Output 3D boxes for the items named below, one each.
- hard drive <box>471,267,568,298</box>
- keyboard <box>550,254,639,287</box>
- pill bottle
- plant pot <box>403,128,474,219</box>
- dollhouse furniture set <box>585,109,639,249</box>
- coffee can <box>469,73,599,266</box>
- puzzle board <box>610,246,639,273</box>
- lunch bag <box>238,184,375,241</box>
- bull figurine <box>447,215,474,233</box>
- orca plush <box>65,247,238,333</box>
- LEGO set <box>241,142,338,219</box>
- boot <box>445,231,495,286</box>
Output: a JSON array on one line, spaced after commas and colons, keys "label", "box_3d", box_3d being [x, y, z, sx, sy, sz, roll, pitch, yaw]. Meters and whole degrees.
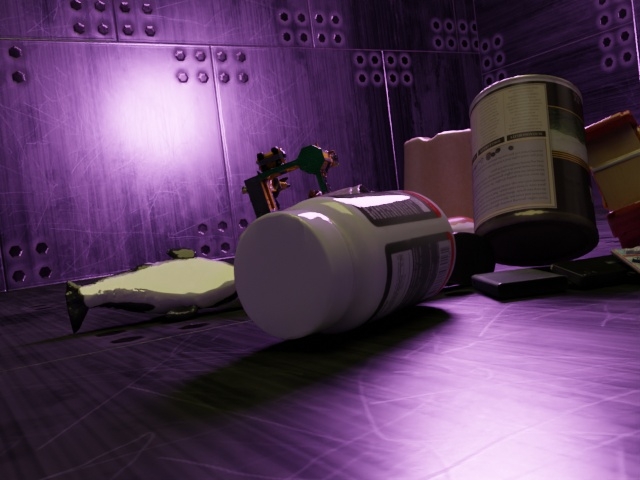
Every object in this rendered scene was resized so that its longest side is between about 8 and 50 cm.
[{"label": "hard drive", "box_3d": [0.276, 0.059, 0.923, 0.094, 0.022, 0.135, -7, 2, -1]}, {"label": "keyboard", "box_3d": [0.420, 0.040, 0.894, 0.180, 0.023, 0.108, -8, 12, -13]}, {"label": "pill bottle", "box_3d": [0.037, 0.023, 0.801, 0.161, 0.161, 0.283, -6, 2, 36]}, {"label": "plant pot", "box_3d": [0.341, -0.118, 1.686, 0.333, 0.306, 0.334, -7, 2, 0]}, {"label": "dollhouse furniture set", "box_3d": [0.663, -0.151, 1.144, 0.374, 0.201, 0.152, -24, -34, 26]}, {"label": "coffee can", "box_3d": [0.365, -0.117, 1.150, 0.201, 0.276, 0.201, 3, -23, 1]}, {"label": "puzzle board", "box_3d": [0.466, 0.025, 0.867, 0.128, 0.011, 0.096, -2, 17, -1]}, {"label": "lunch bag", "box_3d": [0.000, 0.000, 1.230, 0.235, 0.169, 0.287, -17, -5, 13]}, {"label": "bull figurine", "box_3d": [0.281, 0.003, 1.450, 0.310, 0.101, 0.188, -9, 6, 1]}, {"label": "orca plush", "box_3d": [-0.271, 0.108, 1.110, 0.287, 0.102, 0.151, -19, 51, -22]}, {"label": "LEGO set", "box_3d": [-0.026, -0.051, 1.496, 0.254, 0.331, 0.192, -28, -5, 15]}, {"label": "boot", "box_3d": [0.152, 0.040, 1.084, 0.236, 0.085, 0.178, -7, -2, -33]}]
